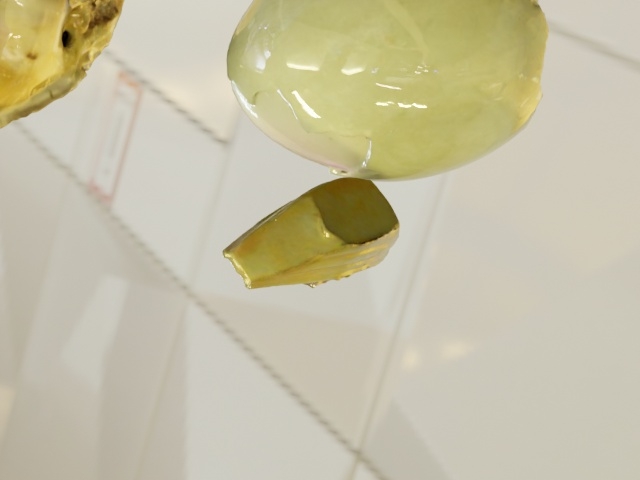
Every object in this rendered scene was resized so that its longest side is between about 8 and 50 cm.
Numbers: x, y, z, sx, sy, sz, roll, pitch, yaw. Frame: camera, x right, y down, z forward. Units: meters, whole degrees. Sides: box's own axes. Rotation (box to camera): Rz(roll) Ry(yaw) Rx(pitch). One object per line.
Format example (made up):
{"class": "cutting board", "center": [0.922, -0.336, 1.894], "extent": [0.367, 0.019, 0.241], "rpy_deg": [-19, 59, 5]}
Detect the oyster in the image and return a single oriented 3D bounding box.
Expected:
{"class": "oyster", "center": [-0.290, -0.175, 1.537], "extent": [0.100, 0.275, 0.271], "rpy_deg": [26, 161, 39]}

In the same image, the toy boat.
{"class": "toy boat", "center": [0.000, 0.000, 1.290], "extent": [0.065, 0.066, 0.172], "rpy_deg": [54, -151, 13]}

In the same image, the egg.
{"class": "egg", "center": [0.042, -0.132, 1.363], "extent": [0.217, 0.183, 0.183], "rpy_deg": [-2, -164, -8]}
